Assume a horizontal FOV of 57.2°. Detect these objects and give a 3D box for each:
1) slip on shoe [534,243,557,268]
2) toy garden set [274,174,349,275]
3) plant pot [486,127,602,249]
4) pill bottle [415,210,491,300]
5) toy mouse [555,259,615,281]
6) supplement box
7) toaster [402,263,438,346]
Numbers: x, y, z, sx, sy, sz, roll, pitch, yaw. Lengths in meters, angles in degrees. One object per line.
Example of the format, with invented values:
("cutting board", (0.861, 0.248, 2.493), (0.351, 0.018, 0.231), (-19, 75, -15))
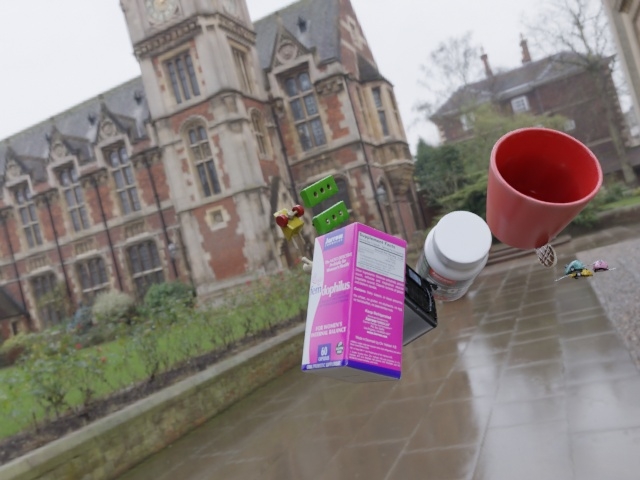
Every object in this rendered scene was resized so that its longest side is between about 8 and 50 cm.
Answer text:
("slip on shoe", (0.628, 0.035, 1.640), (0.051, 0.041, 0.135), (-50, 26, 20))
("toy garden set", (0.000, 0.000, 1.335), (0.049, 0.245, 0.203), (-14, 14, 43))
("plant pot", (0.566, -0.120, 1.564), (0.274, 0.275, 0.243), (-14, -35, -10))
("pill bottle", (0.341, 0.045, 1.522), (0.161, 0.161, 0.283), (-15, -22, -4))
("toy mouse", (0.749, 0.075, 1.654), (0.160, 0.031, 0.143), (-8, -20, 15))
("supplement box", (0.055, 0.099, 0.911), (0.113, 0.220, 0.111), (21, -26, -31))
("toaster", (0.191, 0.137, 1.386), (0.110, 0.185, 0.168), (-40, 24, 26))
